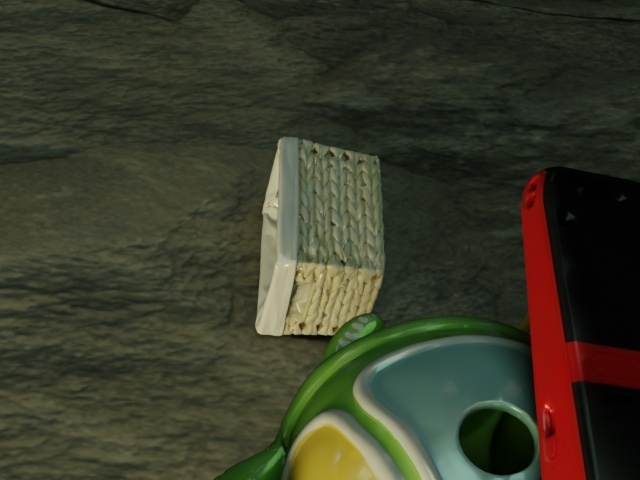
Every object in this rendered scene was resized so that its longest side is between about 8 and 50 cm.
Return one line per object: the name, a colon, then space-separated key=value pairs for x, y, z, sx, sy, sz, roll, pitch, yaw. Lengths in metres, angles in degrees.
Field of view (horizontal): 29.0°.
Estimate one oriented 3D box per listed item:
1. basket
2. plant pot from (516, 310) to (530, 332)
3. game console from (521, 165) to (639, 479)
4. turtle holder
basket: x=0.000 y=0.000 z=1.170 sx=0.103 sy=0.113 sz=0.167 roll=8 pitch=48 yaw=-8
plant pot: x=0.319 y=0.136 z=1.032 sx=0.239 sy=0.254 sz=0.254 roll=-12 pitch=50 yaw=-39
game console: x=0.323 y=0.127 z=0.837 sx=0.386 sy=0.060 sz=0.342 roll=10 pitch=55 yaw=-16
turtle holder: x=0.072 y=0.175 z=0.884 sx=0.320 sy=0.243 sz=0.227 roll=22 pitch=11 yaw=-13
